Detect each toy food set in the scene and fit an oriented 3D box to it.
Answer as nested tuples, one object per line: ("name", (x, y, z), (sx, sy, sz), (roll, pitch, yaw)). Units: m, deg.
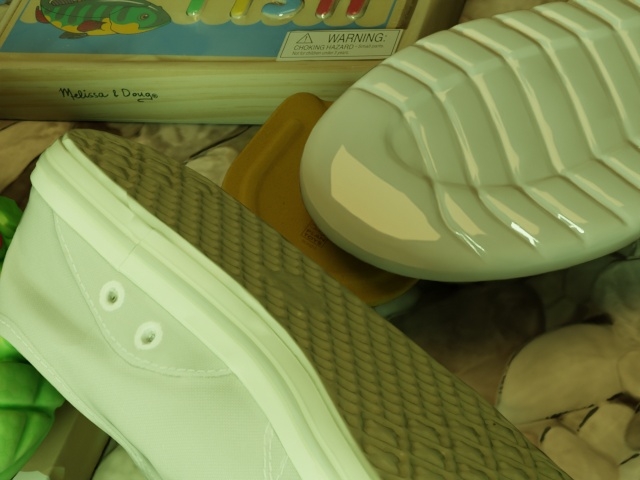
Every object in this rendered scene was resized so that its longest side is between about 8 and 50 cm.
("toy food set", (0.000, 0.000, 1.099), (0.128, 0.071, 0.218), (31, 49, 8))

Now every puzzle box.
("puzzle box", (-0.091, -0.193, 1.349), (0.408, 0.052, 0.272), (2, 46, 20))

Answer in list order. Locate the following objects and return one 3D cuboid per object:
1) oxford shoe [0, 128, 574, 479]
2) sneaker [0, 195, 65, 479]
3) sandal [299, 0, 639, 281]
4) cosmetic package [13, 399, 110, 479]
("oxford shoe", (-0.005, 0.107, 0.878), (0.449, 0.169, 0.130), (40, 106, 35))
("sneaker", (-0.284, 0.031, 1.106), (0.202, 0.185, 0.483), (-52, 33, 11))
("sandal", (0.183, -0.069, 1.106), (0.416, 0.102, 0.169), (-24, 59, -19))
("cosmetic package", (-0.156, 0.109, 1.069), (0.060, 0.041, 0.115), (2, 47, 21))
